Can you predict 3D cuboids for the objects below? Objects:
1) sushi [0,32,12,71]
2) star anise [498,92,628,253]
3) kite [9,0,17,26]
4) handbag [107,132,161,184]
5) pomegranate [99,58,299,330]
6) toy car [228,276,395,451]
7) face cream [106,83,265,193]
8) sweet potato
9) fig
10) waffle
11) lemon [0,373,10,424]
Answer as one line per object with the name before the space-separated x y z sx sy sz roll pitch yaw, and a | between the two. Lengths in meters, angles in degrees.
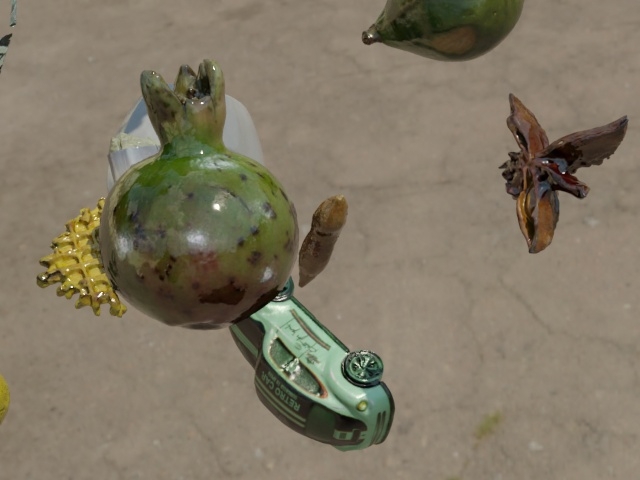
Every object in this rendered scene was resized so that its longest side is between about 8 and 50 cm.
sushi | -0.470 -0.129 1.354 0.220 0.047 0.231 -19 43 18
star anise | 0.245 -0.059 1.138 0.140 0.144 0.158 32 96 46
kite | -0.465 -0.398 1.674 0.139 0.156 0.011 -3 -2 4
handbag | -0.271 -0.085 1.743 0.095 0.173 0.117 -12 0 13
pomegranate | -0.160 -0.043 1.303 0.242 0.306 0.242 -24 -4 -2
toy car | -0.034 0.167 1.503 0.125 0.136 0.306 -33 61 -32
face cream | -0.248 -0.094 2.082 0.312 0.357 0.219 15 -18 -34
sweet potato | 0.002 -0.002 1.747 0.051 0.218 0.065 28 47 6
fig | 0.174 -0.352 1.639 0.245 0.195 0.195 -14 27 30
waffle | -0.338 0.019 1.848 0.229 0.051 0.231 15 58 15
lemon | -0.700 0.311 2.179 0.173 0.173 0.206 -33 10 -31
